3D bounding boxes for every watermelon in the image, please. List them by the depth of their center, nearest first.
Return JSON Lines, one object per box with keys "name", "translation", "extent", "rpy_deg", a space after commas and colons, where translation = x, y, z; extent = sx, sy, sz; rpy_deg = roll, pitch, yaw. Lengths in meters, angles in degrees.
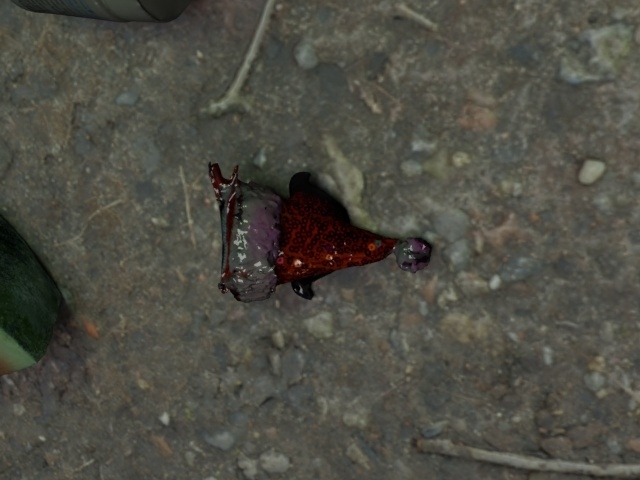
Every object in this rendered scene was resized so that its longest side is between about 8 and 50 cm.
{"name": "watermelon", "translation": [-0.437, 0.091, 1.143], "extent": [0.257, 0.193, 0.140], "rpy_deg": [-30, 126, 19]}

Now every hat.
{"name": "hat", "translation": [0.000, -0.003, 1.005], "extent": [0.227, 0.129, 0.140], "rpy_deg": [2, 90, 0]}

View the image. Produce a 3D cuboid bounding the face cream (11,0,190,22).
{"name": "face cream", "translation": [-0.212, -0.299, 0.932], "extent": [0.153, 0.177, 0.177], "rpy_deg": [9, 108, 16]}
